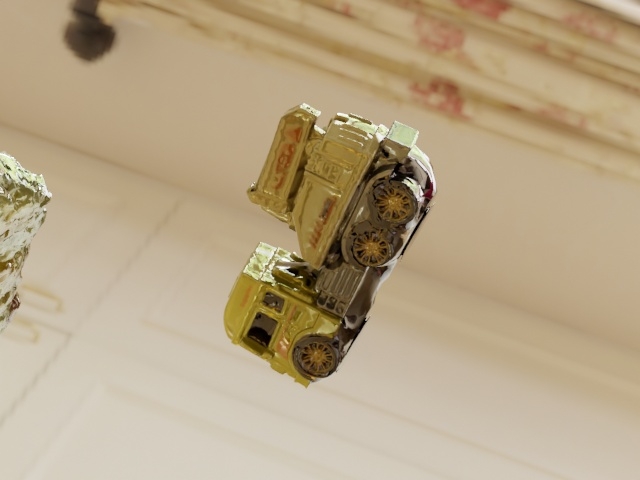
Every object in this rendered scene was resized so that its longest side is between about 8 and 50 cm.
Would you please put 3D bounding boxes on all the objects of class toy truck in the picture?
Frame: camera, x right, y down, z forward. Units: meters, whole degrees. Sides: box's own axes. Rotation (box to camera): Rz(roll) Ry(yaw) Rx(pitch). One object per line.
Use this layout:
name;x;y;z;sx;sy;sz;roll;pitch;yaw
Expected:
toy truck;0.000;0.000;2.343;0.405;0.254;0.181;-65;-3;23

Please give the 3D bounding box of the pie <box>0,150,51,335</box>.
pie;-0.443;0.071;1.565;0.395;0.180;0.418;-44;-5;-26
